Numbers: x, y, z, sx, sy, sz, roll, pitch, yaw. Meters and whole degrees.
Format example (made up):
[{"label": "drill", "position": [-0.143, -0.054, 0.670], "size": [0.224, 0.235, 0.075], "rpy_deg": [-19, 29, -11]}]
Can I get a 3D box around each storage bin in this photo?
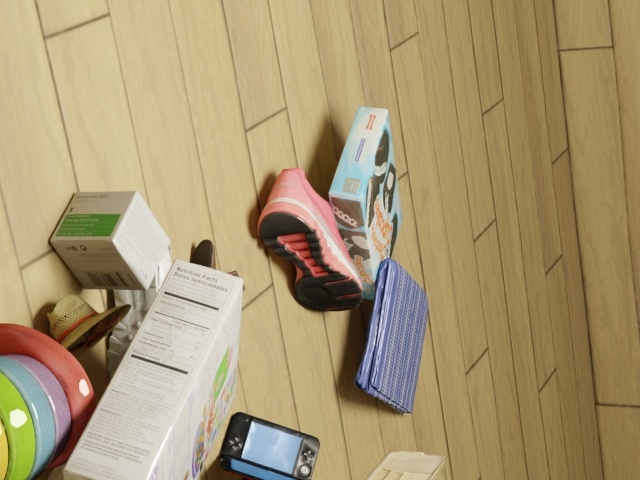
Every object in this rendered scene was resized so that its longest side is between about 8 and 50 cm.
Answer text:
[{"label": "storage bin", "position": [0.155, 0.560, 2.550], "size": [0.260, 0.123, 0.262], "rpy_deg": [-39, 124, -57]}]

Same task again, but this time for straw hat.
[{"label": "straw hat", "position": [-0.307, 0.102, 1.718], "size": [0.061, 0.144, 0.144], "rpy_deg": [49, 31, 5]}]

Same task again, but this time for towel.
[{"label": "towel", "position": [0.136, 0.182, 2.534], "size": [0.336, 0.040, 0.243], "rpy_deg": [43, 56, -69]}]

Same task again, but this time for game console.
[{"label": "game console", "position": [-0.072, 0.319, 2.068], "size": [0.085, 0.144, 0.124], "rpy_deg": [119, -11, -60]}]

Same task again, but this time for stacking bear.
[{"label": "stacking bear", "position": [-0.391, 0.212, 1.476], "size": [0.289, 0.164, 0.176], "rpy_deg": [-22, 110, -56]}]

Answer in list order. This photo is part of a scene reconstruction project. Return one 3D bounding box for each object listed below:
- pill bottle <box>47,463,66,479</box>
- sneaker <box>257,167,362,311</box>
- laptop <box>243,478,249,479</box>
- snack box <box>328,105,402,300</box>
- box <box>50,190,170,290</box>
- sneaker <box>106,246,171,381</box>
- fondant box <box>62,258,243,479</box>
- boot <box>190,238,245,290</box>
[{"label": "pill bottle", "position": [-0.285, 0.341, 1.750], "size": [0.078, 0.078, 0.137], "rpy_deg": [-61, 141, -43]}, {"label": "sneaker", "position": [0.000, 0.000, 2.259], "size": [0.314, 0.115, 0.136], "rpy_deg": [61, 30, -48]}, {"label": "laptop", "position": [-0.044, 0.481, 2.150], "size": [0.264, 0.136, 0.234], "rpy_deg": [-14, 103, -62]}, {"label": "snack box", "position": [0.083, -0.058, 2.389], "size": [0.322, 0.060, 0.187], "rpy_deg": [77, 27, -56]}, {"label": "box", "position": [-0.265, 0.000, 1.759], "size": [0.102, 0.101, 0.087], "rpy_deg": [62, 38, -42]}, {"label": "sneaker", "position": [-0.228, 0.112, 1.859], "size": [0.095, 0.090, 0.235], "rpy_deg": [5, 88, -73]}, {"label": "fondant box", "position": [-0.193, 0.223, 1.655], "size": [0.238, 0.096, 0.330], "rpy_deg": [97, 13, -47]}, {"label": "boot", "position": [-0.148, 0.049, 2.054], "size": [0.114, 0.037, 0.107], "rpy_deg": [-3, 106, -59]}]
